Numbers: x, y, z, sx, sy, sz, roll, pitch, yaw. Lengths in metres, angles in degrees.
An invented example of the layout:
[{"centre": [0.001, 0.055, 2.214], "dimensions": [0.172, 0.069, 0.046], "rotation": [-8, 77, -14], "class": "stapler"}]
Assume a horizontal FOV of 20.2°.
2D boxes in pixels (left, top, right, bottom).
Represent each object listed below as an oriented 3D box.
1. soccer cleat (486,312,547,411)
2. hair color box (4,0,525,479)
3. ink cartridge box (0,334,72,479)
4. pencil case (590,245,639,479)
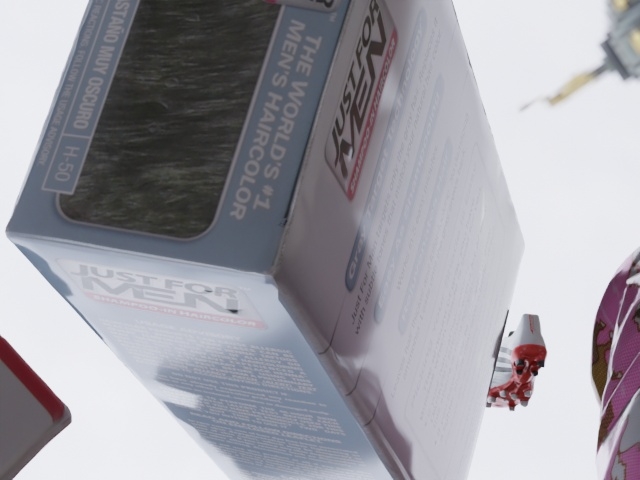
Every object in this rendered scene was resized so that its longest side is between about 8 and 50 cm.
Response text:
[{"centre": [0.116, 0.074, 1.075], "dimensions": [0.029, 0.083, 0.036], "rotation": [7, -122, -6], "class": "soccer cleat"}, {"centre": [0.000, 0.000, 0.831], "dimensions": [0.374, 0.113, 0.185], "rotation": [62, -140, -62], "class": "hair color box"}, {"centre": [-0.363, 0.093, 1.101], "dimensions": [0.279, 0.384, 0.160], "rotation": [48, -123, -9], "class": "ink cartridge box"}, {"centre": [0.171, 0.132, 0.730], "dimensions": [0.160, 0.167, 0.386], "rotation": [47, -151, -13], "class": "pencil case"}]
